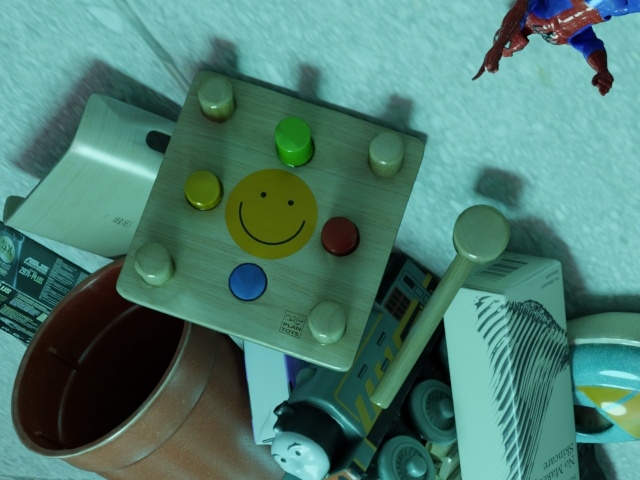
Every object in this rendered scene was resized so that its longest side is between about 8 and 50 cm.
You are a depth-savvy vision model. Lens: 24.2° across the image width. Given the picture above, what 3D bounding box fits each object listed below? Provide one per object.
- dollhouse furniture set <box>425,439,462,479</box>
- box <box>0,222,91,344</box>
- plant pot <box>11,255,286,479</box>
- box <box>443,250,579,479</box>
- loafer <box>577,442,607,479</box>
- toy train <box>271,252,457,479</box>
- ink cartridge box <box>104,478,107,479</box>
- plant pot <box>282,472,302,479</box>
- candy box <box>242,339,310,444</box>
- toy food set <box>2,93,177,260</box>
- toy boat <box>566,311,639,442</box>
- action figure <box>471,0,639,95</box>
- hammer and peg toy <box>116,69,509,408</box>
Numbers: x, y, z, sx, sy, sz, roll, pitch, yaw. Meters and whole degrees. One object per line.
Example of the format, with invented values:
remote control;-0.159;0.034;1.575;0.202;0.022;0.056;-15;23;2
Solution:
dollhouse furniture set;0.103;0.256;1.982;0.212;0.161;0.242;29;136;19
box;-0.406;0.069;2.047;0.180;0.078;0.147;31;148;-18
plant pot;-0.181;0.200;1.795;0.272;0.272;0.265;-6;142;38
box;0.210;0.159;1.640;0.094;0.113;0.275;10;117;43
loafer;0.295;0.308;1.985;0.130;0.134;0.366;35;152;35
toy train;0.065;0.170;1.692;0.190;0.334;0.142;44;139;-12
ink cartridge box;-0.259;0.332;2.304;0.201;0.117;0.278;18;153;34
plant pot;-0.007;0.394;2.180;0.195;0.290;0.290;-33;129;11
candy box;0.004;0.160;1.782;0.070;0.165;0.196;-22;158;39
toy food set;-0.220;-0.061;1.737;0.219;0.092;0.306;20;153;-21
toy boat;0.378;0.209;1.721;0.318;0.148;0.267;36;146;-23
action figure;0.233;-0.179;1.208;0.091;0.139;0.280;38;148;-25
hammer and peg toy;0.000;0.000;1.508;0.361;0.266;0.127;19;169;4
